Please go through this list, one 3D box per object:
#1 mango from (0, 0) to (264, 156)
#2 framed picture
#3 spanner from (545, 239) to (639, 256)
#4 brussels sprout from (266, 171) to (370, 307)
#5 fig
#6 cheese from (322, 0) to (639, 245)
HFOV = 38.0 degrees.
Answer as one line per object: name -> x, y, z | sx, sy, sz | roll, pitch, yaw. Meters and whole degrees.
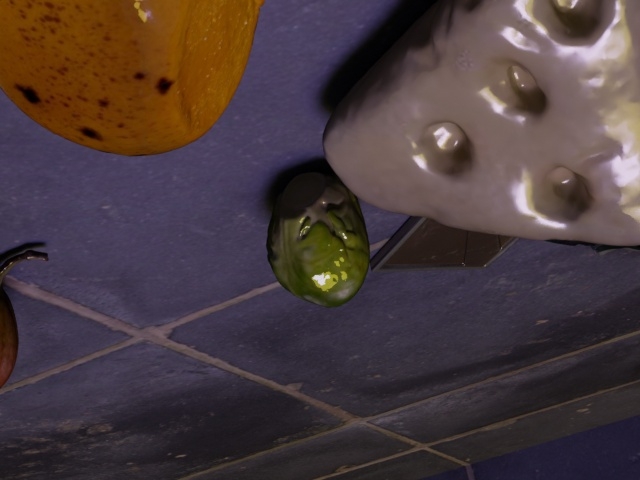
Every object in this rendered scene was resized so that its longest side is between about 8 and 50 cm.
mango -> -0.141, -0.172, 0.585 | 0.191, 0.160, 0.290 | 27, 153, 4
framed picture -> 0.203, -0.026, 1.212 | 0.192, 0.018, 0.265 | 1, 151, -26
spanner -> 0.442, -0.012, 1.318 | 0.324, 0.040, 0.096 | 0, 152, -26
brussels sprout -> -0.004, 0.002, 1.039 | 0.117, 0.155, 0.155 | -17, 154, 11
fig -> -0.419, 0.098, 1.063 | 0.149, 0.148, 0.202 | -25, 131, -54
cheese -> 0.137, -0.143, 0.805 | 0.328, 0.130, 0.351 | -1, 134, 28
